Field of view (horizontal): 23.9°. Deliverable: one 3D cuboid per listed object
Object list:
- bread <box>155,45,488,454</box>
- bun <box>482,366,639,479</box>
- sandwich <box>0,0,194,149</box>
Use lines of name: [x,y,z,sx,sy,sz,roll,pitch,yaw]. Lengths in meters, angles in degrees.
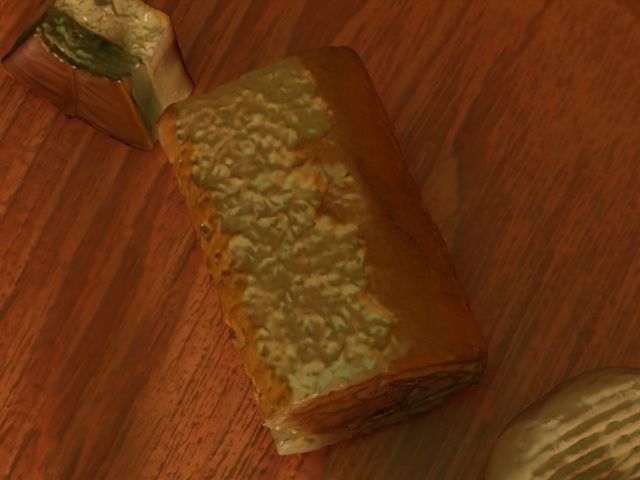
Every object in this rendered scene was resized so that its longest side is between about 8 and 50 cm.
bread: [0.000,0.000,1.501,0.236,0.165,0.375,-21,64,-3]
bun: [0.258,0.246,1.364,0.259,0.160,0.259,2,73,-7]
sandwich: [-0.262,-0.215,1.622,0.220,0.186,0.108,27,71,19]
